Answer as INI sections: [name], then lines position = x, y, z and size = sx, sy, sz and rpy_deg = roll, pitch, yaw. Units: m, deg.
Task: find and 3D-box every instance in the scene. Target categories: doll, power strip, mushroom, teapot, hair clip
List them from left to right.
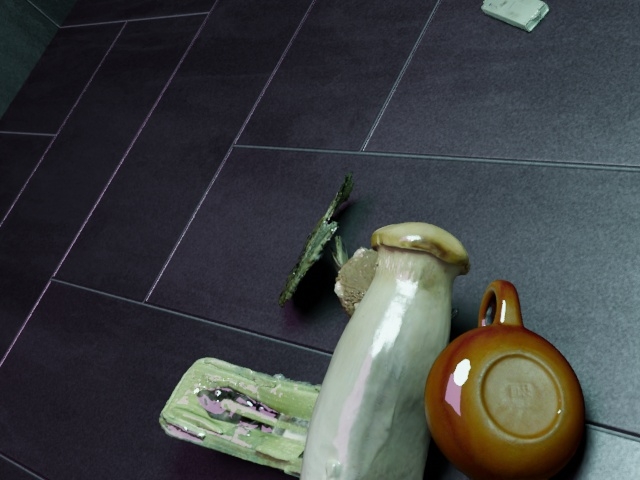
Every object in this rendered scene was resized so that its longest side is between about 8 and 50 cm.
[hair clip]
position = -0.063, 0.246, 1.381
size = 0.321, 0.091, 0.138
rpy_deg = 10, 57, 35
[mushroom]
position = 0.066, 0.173, 1.183
size = 0.137, 0.154, 0.407
rpy_deg = -4, 71, 57
[doll]
position = 0.077, 0.067, 1.369
size = 0.221, 0.115, 0.105
rpy_deg = 21, 85, 48
[teapot]
position = 0.193, 0.167, 1.145
size = 0.135, 0.178, 0.252
rpy_deg = 131, 146, -60
[power strip]
position = 0.294, -0.358, 1.589
size = 0.051, 0.019, 0.136
rpy_deg = -51, 38, 1

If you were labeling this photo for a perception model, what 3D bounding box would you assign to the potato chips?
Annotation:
[potato chips]
position = -0.004, -0.002, 1.506
size = 0.202, 0.029, 0.220
rpy_deg = -57, 4, 45
